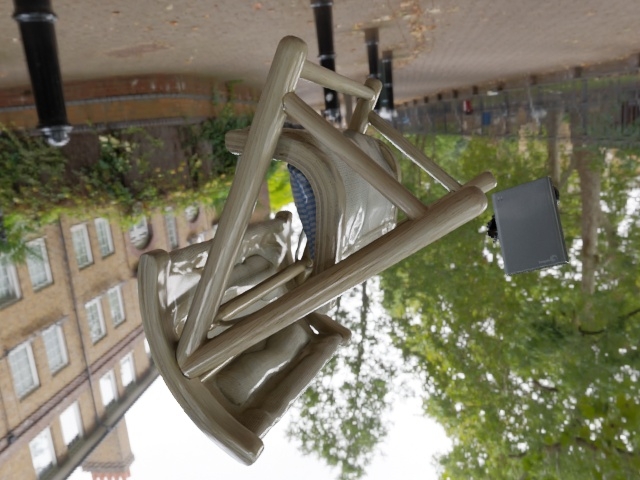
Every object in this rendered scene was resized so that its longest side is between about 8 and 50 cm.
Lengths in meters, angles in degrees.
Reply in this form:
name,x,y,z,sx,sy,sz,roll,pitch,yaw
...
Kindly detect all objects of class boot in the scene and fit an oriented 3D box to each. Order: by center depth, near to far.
name,x,y,z,sx,sy,sz,roll,pitch,yaw
boot,0.355,-0.046,0.958,0.099,0.121,0.045,1,-141,-26

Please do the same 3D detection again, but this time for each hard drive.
name,x,y,z,sx,sy,sz,roll,pitch,yaw
hard drive,0.321,-0.020,0.833,0.022,0.135,0.094,10,159,-44

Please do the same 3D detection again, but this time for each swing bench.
name,x,y,z,sx,sy,sz,roll,pitch,yaw
swing bench,0.000,0.000,0.460,0.165,0.254,0.253,42,-161,7
